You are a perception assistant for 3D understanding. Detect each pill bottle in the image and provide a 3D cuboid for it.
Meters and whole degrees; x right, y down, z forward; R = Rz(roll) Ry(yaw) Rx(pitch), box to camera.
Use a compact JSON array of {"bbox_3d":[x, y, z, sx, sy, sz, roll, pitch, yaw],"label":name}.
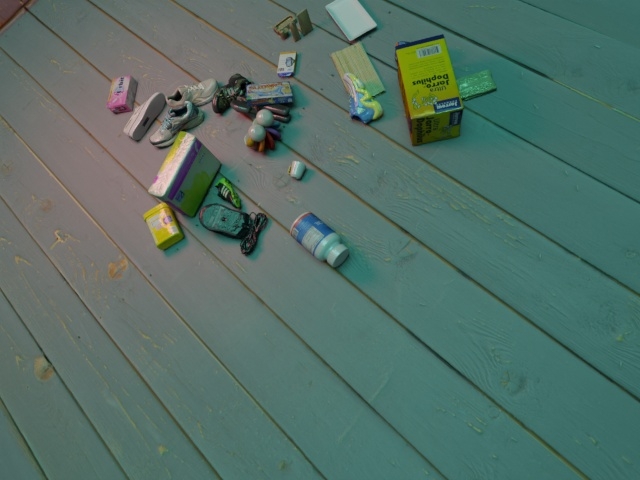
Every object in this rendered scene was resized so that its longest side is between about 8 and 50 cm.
[{"bbox_3d":[0.000,0.000,1.631,0.221,0.124,0.124,41,84,22],"label":"pill bottle"}]

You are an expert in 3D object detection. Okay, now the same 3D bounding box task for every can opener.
[{"bbox_3d":[-0.268,-0.585,1.937,0.281,0.074,0.093,16,59,17],"label":"can opener"}]

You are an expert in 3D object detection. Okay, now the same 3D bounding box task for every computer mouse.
[{"bbox_3d":[-0.373,-0.062,1.782,0.272,0.072,0.188,21,74,7],"label":"computer mouse"}]

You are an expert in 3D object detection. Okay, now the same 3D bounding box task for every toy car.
[{"bbox_3d":[-0.240,-0.467,1.865,0.136,0.159,0.181,29,77,-14],"label":"toy car"}]

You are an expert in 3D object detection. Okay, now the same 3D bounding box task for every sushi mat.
[{"bbox_3d":[0.164,-0.749,1.921,0.152,0.019,0.316,-22,67,4],"label":"sushi mat"}]

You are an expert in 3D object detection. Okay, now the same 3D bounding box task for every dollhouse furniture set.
[{"bbox_3d":[-0.148,-1.052,2.051,0.144,0.123,0.151,-37,66,-1],"label":"dollhouse furniture set"}]

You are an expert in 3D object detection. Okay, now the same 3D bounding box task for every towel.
[{"bbox_3d":[0.635,-0.637,1.758,0.148,0.027,0.109,-14,69,9],"label":"towel"}]

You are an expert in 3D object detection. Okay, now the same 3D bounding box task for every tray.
[{"bbox_3d":[0.143,-1.053,2.031,0.145,0.030,0.270,-29,66,3],"label":"tray"}]

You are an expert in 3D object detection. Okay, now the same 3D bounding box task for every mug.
[{"bbox_3d":[-0.100,-0.291,1.807,0.062,0.078,0.064,19,83,-14],"label":"mug"}]

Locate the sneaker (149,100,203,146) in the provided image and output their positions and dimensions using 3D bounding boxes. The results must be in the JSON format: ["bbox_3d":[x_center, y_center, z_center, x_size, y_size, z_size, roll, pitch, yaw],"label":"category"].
[{"bbox_3d":[-0.694,-0.554,2.007,0.283,0.122,0.110,-37,66,-1],"label":"sneaker"}]

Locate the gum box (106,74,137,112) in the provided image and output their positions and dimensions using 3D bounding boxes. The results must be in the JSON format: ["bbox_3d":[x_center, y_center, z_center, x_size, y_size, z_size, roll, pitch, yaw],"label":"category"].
[{"bbox_3d":[-1.008,-0.738,2.184,0.107,0.062,0.188,-4,69,13],"label":"gum box"}]

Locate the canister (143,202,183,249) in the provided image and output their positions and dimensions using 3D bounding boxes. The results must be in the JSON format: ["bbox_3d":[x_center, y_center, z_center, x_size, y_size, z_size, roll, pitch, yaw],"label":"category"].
[{"bbox_3d":[-0.675,-0.060,1.849,0.126,0.073,0.169,-32,68,1],"label":"canister"}]

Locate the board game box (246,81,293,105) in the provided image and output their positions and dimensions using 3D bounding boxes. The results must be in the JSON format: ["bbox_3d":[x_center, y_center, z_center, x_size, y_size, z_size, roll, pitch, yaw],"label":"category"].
[{"bbox_3d":[-0.230,-0.659,1.925,0.201,0.035,0.136,-7,47,-6],"label":"board game box"}]

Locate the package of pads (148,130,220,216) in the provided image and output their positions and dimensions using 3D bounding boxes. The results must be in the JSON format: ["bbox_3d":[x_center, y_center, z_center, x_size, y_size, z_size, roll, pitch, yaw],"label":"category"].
[{"bbox_3d":[-0.561,-0.271,1.814,0.101,0.229,0.296,19,77,22],"label":"package of pads"}]

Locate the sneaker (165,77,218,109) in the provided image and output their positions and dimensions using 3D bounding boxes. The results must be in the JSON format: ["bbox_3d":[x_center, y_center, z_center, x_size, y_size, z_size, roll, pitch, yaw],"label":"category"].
[{"bbox_3d":[-0.610,-0.698,2.039,0.263,0.121,0.099,-35,67,0],"label":"sneaker"}]

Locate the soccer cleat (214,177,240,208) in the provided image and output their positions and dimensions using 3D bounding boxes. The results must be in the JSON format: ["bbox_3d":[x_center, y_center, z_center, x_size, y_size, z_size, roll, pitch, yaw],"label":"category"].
[{"bbox_3d":[-0.398,-0.192,1.841,0.072,0.060,0.178,-38,59,9],"label":"soccer cleat"}]

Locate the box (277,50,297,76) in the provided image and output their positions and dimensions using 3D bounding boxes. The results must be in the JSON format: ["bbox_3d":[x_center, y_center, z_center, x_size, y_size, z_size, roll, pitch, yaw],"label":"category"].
[{"bbox_3d":[-0.157,-0.826,2.025,0.081,0.028,0.136,2,73,14],"label":"box"}]

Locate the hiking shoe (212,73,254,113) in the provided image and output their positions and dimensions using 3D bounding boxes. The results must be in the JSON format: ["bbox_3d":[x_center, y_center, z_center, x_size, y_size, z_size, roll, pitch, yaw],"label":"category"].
[{"bbox_3d":[-0.411,-0.678,2.001,0.114,0.086,0.226,30,79,25],"label":"hiking shoe"}]

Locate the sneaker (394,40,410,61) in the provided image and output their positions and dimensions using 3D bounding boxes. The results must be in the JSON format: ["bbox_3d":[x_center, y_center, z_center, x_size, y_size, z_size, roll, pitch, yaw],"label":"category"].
[{"bbox_3d":[0.422,-0.792,1.849,0.221,0.083,0.087,16,88,24],"label":"sneaker"}]

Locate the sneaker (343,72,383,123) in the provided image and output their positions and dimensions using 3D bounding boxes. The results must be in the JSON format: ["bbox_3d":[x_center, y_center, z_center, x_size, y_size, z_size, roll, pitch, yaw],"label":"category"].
[{"bbox_3d":[0.149,-0.593,1.814,0.126,0.091,0.240,-40,79,4],"label":"sneaker"}]

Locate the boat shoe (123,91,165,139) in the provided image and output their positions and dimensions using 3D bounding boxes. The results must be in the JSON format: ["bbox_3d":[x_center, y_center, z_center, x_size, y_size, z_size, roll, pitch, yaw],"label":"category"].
[{"bbox_3d":[-0.861,-0.615,2.091,0.088,0.096,0.267,29,88,17],"label":"boat shoe"}]

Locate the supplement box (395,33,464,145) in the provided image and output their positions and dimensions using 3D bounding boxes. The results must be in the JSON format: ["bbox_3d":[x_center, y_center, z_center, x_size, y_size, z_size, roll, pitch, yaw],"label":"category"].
[{"bbox_3d":[0.424,-0.592,1.702,0.196,0.194,0.356,-10,68,10],"label":"supplement box"}]
